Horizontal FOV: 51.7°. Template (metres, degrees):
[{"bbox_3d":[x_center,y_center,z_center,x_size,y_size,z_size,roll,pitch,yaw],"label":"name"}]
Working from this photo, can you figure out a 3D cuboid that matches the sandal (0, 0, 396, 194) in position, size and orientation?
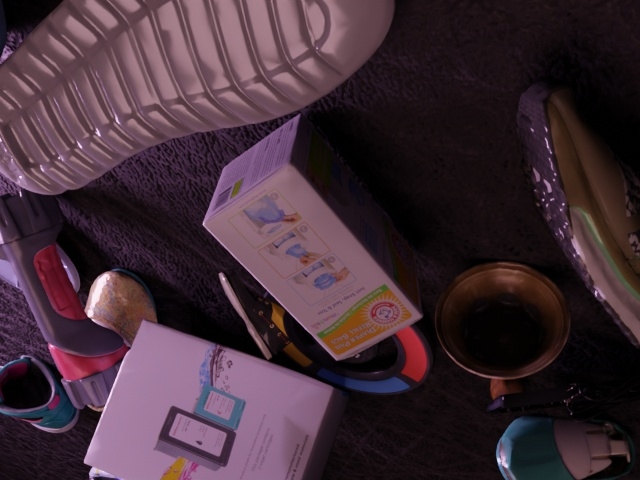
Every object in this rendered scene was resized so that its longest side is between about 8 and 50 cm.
[{"bbox_3d":[-0.138,-0.167,0.565,0.417,0.102,0.169,-16,125,22],"label":"sandal"}]

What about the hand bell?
[{"bbox_3d":[0.205,0.138,0.730,0.126,0.126,0.242,7,150,23],"label":"hand bell"}]

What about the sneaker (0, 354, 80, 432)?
[{"bbox_3d":[-0.650,0.299,1.352,0.296,0.123,0.178,16,145,2],"label":"sneaker"}]

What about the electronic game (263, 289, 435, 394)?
[{"bbox_3d":[0.031,0.121,0.830,0.229,0.048,0.229,16,139,15],"label":"electronic game"}]

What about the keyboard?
[{"bbox_3d":[0.272,0.168,0.673,0.192,0.038,0.100,-9,156,3],"label":"keyboard"}]

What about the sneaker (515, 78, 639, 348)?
[{"bbox_3d":[0.309,0.011,0.521,0.182,0.158,0.410,-39,109,16],"label":"sneaker"}]

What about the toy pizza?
[{"bbox_3d":[-0.450,0.015,1.002,0.201,0.032,0.201,15,139,13],"label":"toy pizza"}]

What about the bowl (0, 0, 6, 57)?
[{"bbox_3d":[-0.431,-0.228,0.620,0.312,0.163,0.311,16,140,14],"label":"bowl"}]

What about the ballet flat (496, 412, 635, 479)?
[{"bbox_3d":[0.281,0.224,0.719,0.087,0.083,0.247,-27,152,33],"label":"ballet flat"}]

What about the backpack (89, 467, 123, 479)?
[{"bbox_3d":[-0.225,0.415,1.167,0.356,0.273,0.290,-12,137,19],"label":"backpack"}]

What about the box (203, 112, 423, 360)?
[{"bbox_3d":[0.000,0.000,0.642,0.103,0.114,0.203,-32,115,21],"label":"box"}]

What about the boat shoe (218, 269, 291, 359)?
[{"bbox_3d":[-0.081,0.085,0.809,0.133,0.042,0.049,61,167,-25],"label":"boat shoe"}]

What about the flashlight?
[{"bbox_3d":[-0.343,0.073,0.893,0.103,0.103,0.303,-10,104,28],"label":"flashlight"}]

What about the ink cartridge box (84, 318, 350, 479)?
[{"bbox_3d":[-0.126,0.250,0.896,0.270,0.197,0.198,17,168,14],"label":"ink cartridge box"}]

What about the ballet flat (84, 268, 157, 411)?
[{"bbox_3d":[-0.333,0.179,1.051,0.123,0.123,0.348,28,141,0],"label":"ballet flat"}]
